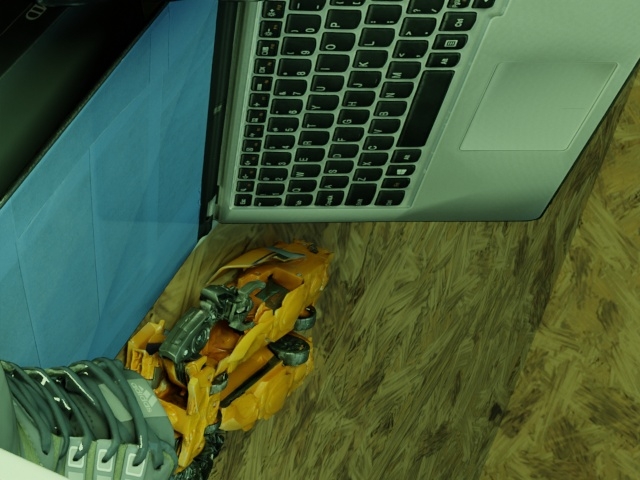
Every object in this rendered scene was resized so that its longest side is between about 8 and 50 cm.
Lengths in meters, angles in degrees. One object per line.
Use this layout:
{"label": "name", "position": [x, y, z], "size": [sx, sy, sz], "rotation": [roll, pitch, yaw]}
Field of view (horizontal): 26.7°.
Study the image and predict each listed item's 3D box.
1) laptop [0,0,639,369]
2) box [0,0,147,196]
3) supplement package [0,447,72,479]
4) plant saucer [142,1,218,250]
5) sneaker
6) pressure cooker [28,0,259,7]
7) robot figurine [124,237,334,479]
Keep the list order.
{"label": "laptop", "position": [0.000, 0.000, 0.802], "size": [0.382, 0.408, 0.236], "rotation": [107, -19, -65]}
{"label": "box", "position": [-0.231, -0.057, 0.670], "size": [0.261, 0.184, 0.103], "rotation": [-54, 152, -29]}
{"label": "supplement package", "position": [-0.187, 0.174, 0.431], "size": [0.199, 0.263, 0.198], "rotation": [95, 21, -46]}
{"label": "plant saucer", "position": [-0.085, -0.159, 0.942], "size": [0.400, 0.100, 0.400], "rotation": [-60, 170, -18]}
{"label": "sneaker", "position": [-0.133, 0.089, 0.613], "size": [0.121, 0.111, 0.300], "rotation": [-30, 162, -15]}
{"label": "pressure cooker", "position": [-0.098, -0.279, 0.475], "size": [0.375, 0.420, 0.369], "rotation": [8, 102, -67]}
{"label": "robot figurine", "position": [-0.088, 0.110, 1.242], "size": [0.291, 0.085, 0.211], "rotation": [-31, 136, -55]}
